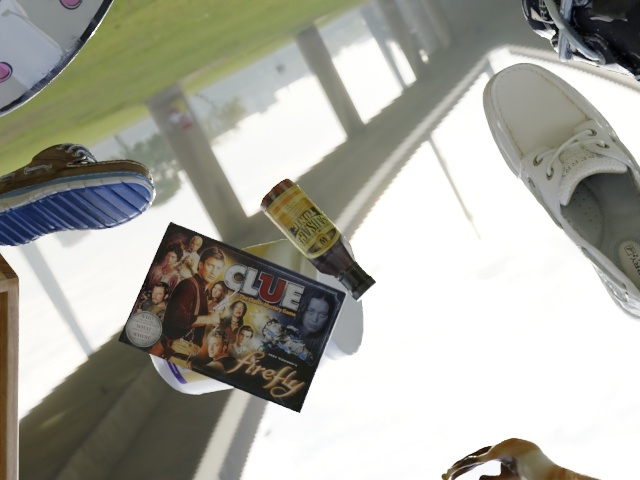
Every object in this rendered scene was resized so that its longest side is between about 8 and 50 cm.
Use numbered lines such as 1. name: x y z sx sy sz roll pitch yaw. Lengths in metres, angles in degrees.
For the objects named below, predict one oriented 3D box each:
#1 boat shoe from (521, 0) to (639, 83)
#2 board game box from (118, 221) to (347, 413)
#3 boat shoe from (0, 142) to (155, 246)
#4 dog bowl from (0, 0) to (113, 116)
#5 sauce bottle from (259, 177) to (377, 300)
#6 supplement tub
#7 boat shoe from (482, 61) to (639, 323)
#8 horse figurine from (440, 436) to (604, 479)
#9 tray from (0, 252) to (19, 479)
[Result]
1. boat shoe: 0.159 -0.134 0.550 0.102 0.108 0.301 -16 -147 9
2. board game box: -0.109 0.097 1.306 0.042 0.243 0.165 125 -13 -80
3. boat shoe: -0.215 -0.047 0.866 0.183 0.066 0.066 -9 -124 25
4. dog bowl: -0.407 -0.337 1.160 0.408 0.408 0.150 -24 149 22
5. sauce bottle: 0.000 0.000 0.944 0.042 0.128 0.042 -44 172 -8
6. supplement tub: -0.113 0.130 1.817 0.331 0.241 0.241 -13 -165 21
7. boat shoe: 0.235 -0.056 0.911 0.098 0.277 0.096 -36 162 8
8. horse figurine: 0.290 0.346 1.478 0.174 0.066 0.263 -26 -154 -24
9. tray: -0.432 0.214 1.103 0.203 0.411 0.076 -14 -143 -36
